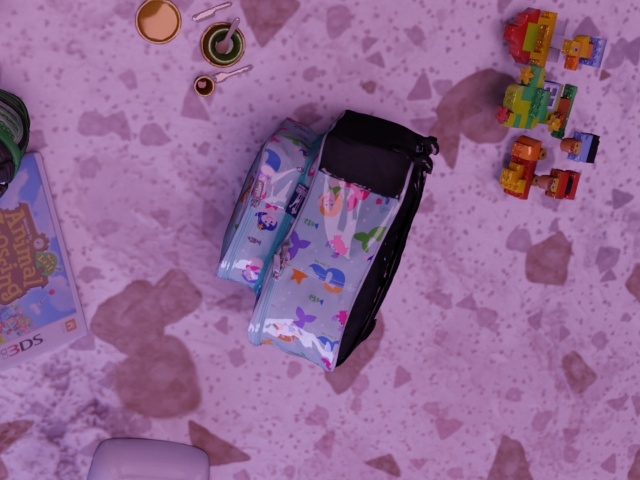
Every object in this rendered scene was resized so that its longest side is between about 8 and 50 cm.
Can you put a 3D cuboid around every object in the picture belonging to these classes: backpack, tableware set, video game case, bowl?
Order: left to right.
[{"bbox_3d":[-0.348,0.036,1.143,0.193,0.023,0.212,-24,114,-34],"label":"video game case"},{"bbox_3d":[-0.200,0.306,1.295,0.142,0.053,0.141,10,105,-20],"label":"bowl"},{"bbox_3d":[-0.136,-0.225,1.161,0.104,0.024,0.154,-23,112,-8],"label":"tableware set"},{"bbox_3d":[0.000,0.000,1.167,0.191,0.225,0.253,15,108,3],"label":"backpack"}]

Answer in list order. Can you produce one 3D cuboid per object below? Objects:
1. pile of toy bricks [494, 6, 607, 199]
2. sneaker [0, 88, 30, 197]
[{"bbox_3d":[0.234,-0.144,1.233,0.105,0.118,0.212,1,107,-36],"label":"pile of toy bricks"},{"bbox_3d":[-0.442,-0.134,1.057,0.344,0.146,0.134,24,118,-7],"label":"sneaker"}]
